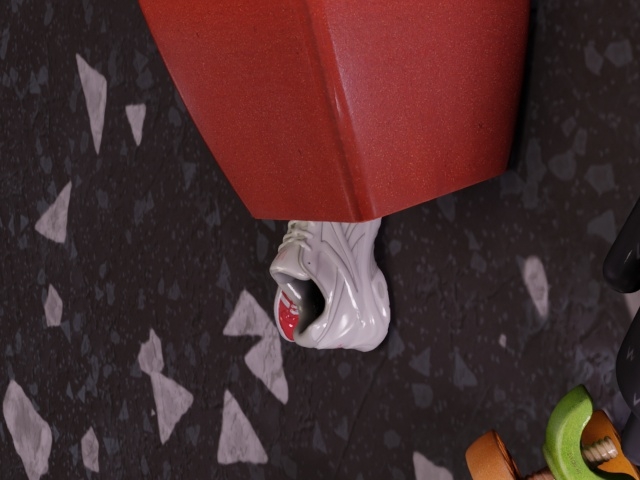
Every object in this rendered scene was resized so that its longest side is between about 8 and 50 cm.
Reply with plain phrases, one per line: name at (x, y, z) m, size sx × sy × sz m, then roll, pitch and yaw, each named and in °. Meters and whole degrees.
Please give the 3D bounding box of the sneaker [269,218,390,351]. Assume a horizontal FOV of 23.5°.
sneaker at (0.000, 0.000, 1.540) m, size 0.090 × 0.115 × 0.232 m, roll -19°, pitch 79°, yaw 53°

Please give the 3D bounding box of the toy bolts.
toy bolts at (0.193, 0.250, 1.203) m, size 0.158 × 0.218 × 0.228 m, roll -29°, pitch 79°, yaw 8°

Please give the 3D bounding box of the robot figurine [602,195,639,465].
robot figurine at (0.310, 0.058, 1.071) m, size 0.173 × 0.209 × 0.278 m, roll -77°, pitch 6°, yaw -60°

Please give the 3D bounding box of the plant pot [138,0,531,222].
plant pot at (0.031, -0.152, 1.385) m, size 0.267 × 0.267 × 0.236 m, roll 4°, pitch 110°, yaw 54°

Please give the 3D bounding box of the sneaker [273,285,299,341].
sneaker at (-0.014, 0.056, 1.629) m, size 0.067 × 0.042 × 0.118 m, roll 21°, pitch 109°, yaw 54°
